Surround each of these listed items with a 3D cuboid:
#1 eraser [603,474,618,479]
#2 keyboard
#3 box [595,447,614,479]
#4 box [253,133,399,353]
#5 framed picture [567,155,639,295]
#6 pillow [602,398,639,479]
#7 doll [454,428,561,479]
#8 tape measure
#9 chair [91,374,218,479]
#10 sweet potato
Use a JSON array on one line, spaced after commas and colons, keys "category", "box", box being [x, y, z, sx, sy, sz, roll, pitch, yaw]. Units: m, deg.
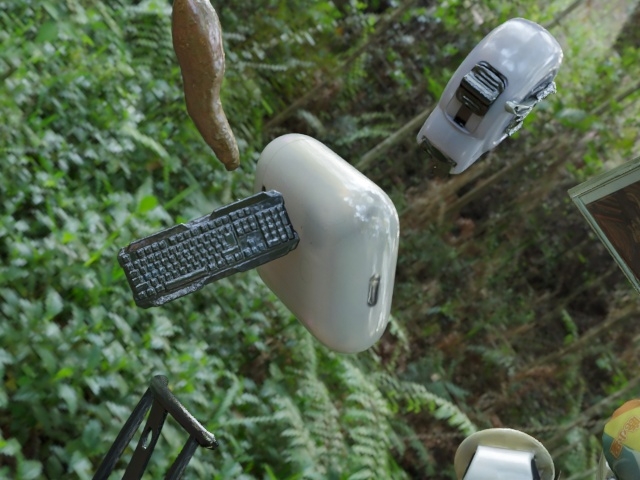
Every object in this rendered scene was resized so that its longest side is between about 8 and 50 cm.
[{"category": "eraser", "box": [0.310, 0.232, 0.899, 0.019, 0.099, 0.027, 52, 9, -25]}, {"category": "keyboard", "box": [-0.165, 0.011, 1.369, 0.016, 0.262, 0.106, 158, -90, -79]}, {"category": "box", "box": [0.570, 0.345, 1.290, 0.200, 0.343, 0.065, 73, 25, -56]}, {"category": "box", "box": [-0.001, 0.000, 1.497, 0.349, 0.141, 0.288, 43, -43, 51]}, {"category": "framed picture", "box": [0.548, -0.005, 1.487, 0.016, 0.216, 0.273, -38, 93, -36]}, {"category": "pillow", "box": [0.359, 0.148, 0.802, 0.086, 0.233, 0.214, 38, -18, -35]}, {"category": "doll", "box": [0.235, 0.339, 1.167, 0.271, 0.144, 0.208, 60, 35, -70]}, {"category": "tape measure", "box": [0.225, -0.182, 1.148, 0.105, 0.178, 0.196, 42, 56, 14]}, {"category": "chair", "box": [-0.133, 0.257, 0.734, 0.141, 0.260, 0.154, 32, -4, -27]}, {"category": "sweet potato", "box": [-0.111, -0.148, 0.915, 0.050, 0.050, 0.214, -105, -175, -52]}]
